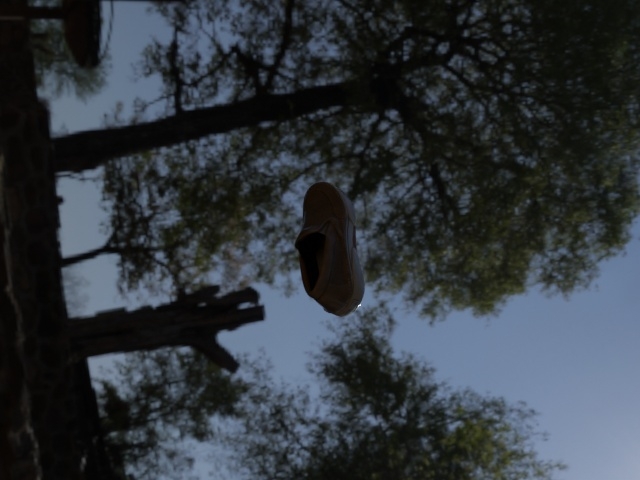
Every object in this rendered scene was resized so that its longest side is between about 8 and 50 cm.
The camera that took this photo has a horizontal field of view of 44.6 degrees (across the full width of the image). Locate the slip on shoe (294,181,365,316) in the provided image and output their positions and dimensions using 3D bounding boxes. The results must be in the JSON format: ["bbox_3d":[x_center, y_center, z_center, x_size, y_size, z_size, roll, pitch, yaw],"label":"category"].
[{"bbox_3d":[0.000,0.000,0.626,0.051,0.041,0.135,-43,-140,35],"label":"slip on shoe"}]
